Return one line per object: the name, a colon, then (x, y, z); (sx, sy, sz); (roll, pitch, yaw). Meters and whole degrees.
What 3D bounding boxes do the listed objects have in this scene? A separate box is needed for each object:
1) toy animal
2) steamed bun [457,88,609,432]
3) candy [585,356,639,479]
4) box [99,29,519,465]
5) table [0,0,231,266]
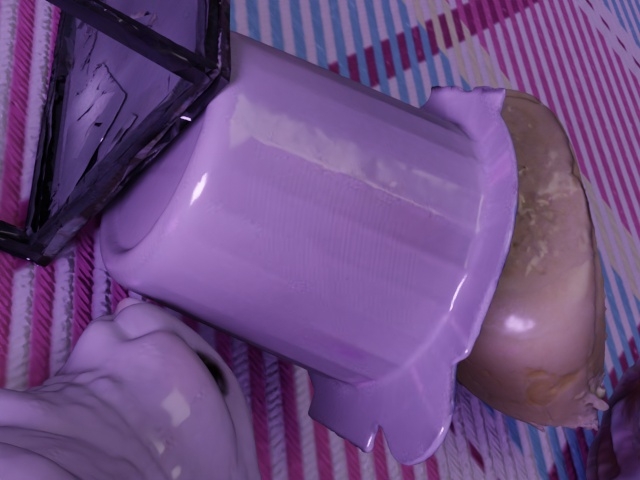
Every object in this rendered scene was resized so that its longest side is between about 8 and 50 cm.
toy animal: (-0.128, 0.161, 0.558); (0.258, 0.194, 0.357); (46, 27, 10)
steamed bun: (0.149, 0.027, 0.961); (0.232, 0.166, 0.273); (71, 12, -60)
candy: (0.347, 0.236, 0.963); (0.157, 0.214, 0.289); (31, 40, -34)
box: (-0.026, -0.002, 0.748); (0.206, 0.262, 0.291); (23, 45, -24)
table: (-0.230, -0.215, 0.732); (0.272, 0.222, 0.335); (27, 41, -32)
